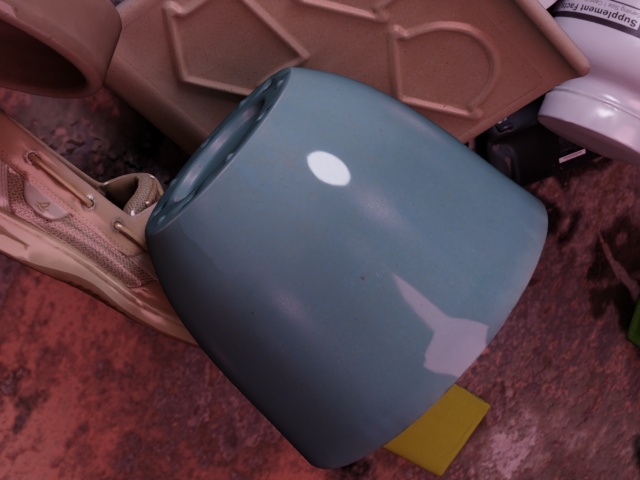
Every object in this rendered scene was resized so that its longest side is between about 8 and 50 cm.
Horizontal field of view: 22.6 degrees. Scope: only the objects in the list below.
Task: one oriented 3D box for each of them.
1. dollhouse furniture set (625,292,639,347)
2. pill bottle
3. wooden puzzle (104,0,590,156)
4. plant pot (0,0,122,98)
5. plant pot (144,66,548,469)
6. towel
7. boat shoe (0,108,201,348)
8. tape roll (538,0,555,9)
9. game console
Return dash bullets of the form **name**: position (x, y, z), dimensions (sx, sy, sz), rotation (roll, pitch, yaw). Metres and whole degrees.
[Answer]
- **dollhouse furniture set**: position (0.505, 0.012, 1.798), dimensions (0.197, 0.151, 0.302), rotation (8, 107, -27)
- **pill bottle**: position (0.331, -0.241, 1.546), dimensions (0.181, 0.181, 0.323), rotation (25, 88, -38)
- **wooden puzzle**: position (0.008, -0.172, 1.382), dimensions (0.347, 0.080, 0.322), rotation (-29, 132, 25)
- **plant pot**: position (-0.250, -0.258, 1.175), dimensions (0.263, 0.263, 0.229), rotation (26, 77, -38)
- **plant pot**: position (0.000, 0.000, 1.313), dimensions (0.235, 0.293, 0.293), rotation (41, 86, -13)
- **towel**: position (0.079, 0.171, 1.695), dimensions (0.237, 0.021, 0.102), rotation (31, 97, -39)
- **boat shoe**: position (-0.165, -0.001, 1.395), dimensions (0.341, 0.121, 0.110), rotation (28, 95, -37)
- **tape roll**: position (0.133, -0.331, 1.453), dimensions (0.286, 0.100, 0.286), rotation (-13, 117, -28)
- **game console**: position (0.185, -0.083, 1.635), dimensions (0.361, 0.044, 0.213), rotation (-21, 122, -23)
